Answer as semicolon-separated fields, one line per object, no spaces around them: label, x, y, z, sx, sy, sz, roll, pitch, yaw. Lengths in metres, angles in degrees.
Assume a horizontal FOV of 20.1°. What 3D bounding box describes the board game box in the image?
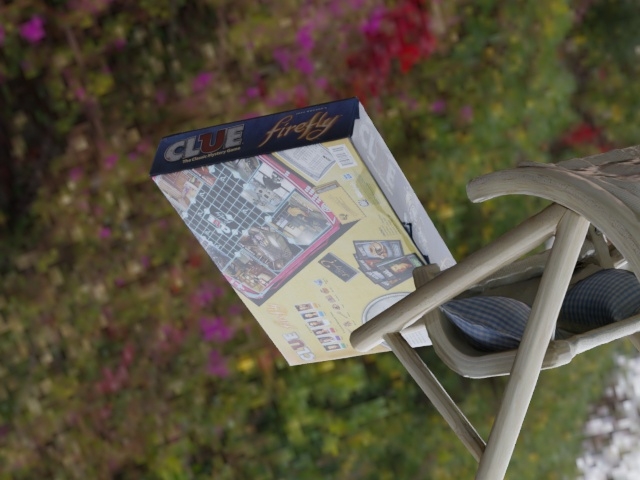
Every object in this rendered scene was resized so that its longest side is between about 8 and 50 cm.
board game box;0.000;0.000;1.379;0.165;0.243;0.042;-10;-133;24

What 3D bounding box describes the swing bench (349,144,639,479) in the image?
swing bench;0.204;0.026;1.282;0.253;0.254;0.165;-12;-125;-44
